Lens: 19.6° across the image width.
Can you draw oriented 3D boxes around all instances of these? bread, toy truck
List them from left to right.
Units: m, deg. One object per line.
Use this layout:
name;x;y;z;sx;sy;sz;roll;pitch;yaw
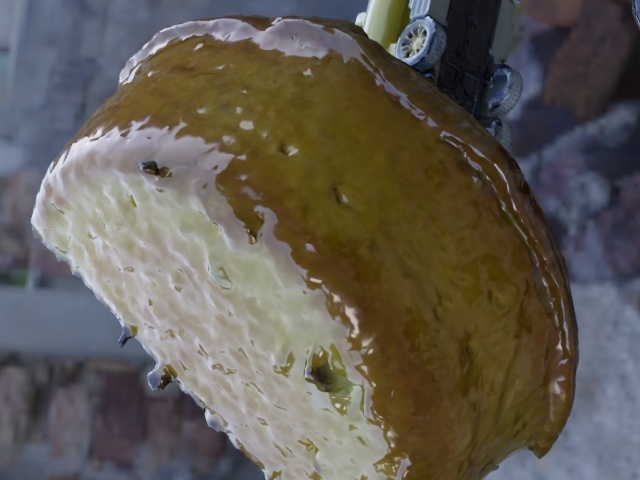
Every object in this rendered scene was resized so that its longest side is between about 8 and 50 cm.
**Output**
bread;0.000;0.000;1.022;0.194;0.340;0.179;-39;-10;-32
toy truck;0.074;-0.137;1.303;0.114;0.098;0.226;-8;63;50

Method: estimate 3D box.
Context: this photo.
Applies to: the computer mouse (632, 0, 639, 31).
computer mouse;0.338;-0.179;1.158;0.295;0.168;0.087;-41;0;2
